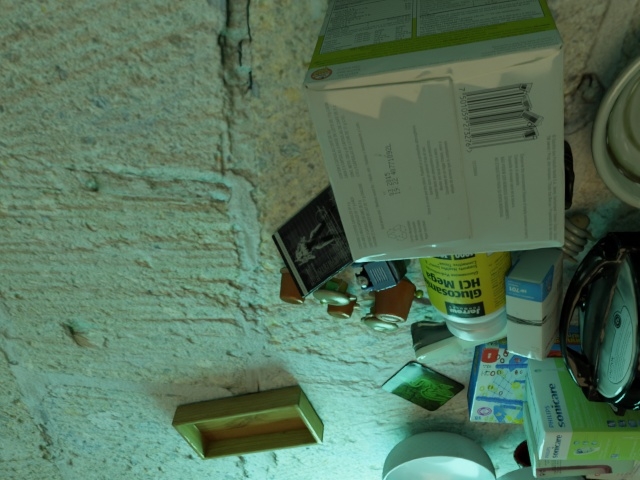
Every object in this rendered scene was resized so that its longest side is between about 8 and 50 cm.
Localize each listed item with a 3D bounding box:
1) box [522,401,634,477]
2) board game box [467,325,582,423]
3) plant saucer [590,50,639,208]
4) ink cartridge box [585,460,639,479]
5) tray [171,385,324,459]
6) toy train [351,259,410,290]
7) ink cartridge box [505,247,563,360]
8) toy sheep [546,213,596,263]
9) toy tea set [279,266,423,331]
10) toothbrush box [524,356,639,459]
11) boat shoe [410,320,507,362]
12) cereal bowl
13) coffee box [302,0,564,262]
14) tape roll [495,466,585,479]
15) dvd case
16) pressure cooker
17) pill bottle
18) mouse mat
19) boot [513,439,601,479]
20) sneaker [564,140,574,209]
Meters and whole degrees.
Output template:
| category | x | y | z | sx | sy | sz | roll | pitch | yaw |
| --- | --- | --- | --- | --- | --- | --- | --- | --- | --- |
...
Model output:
| category | x | y | z | sx | sy | sz | roll | pitch | yaw |
| --- | --- | --- | --- | --- | --- | --- | --- | --- | --- |
| box | 0.629 | 0.481 | 1.504 | 0.232 | 0.149 | 0.127 | -8 | 130 | 12 |
| board game box | 0.549 | 0.351 | 1.581 | 0.301 | 0.086 | 0.308 | 1 | 130 | 6 |
| plant saucer | 0.679 | -0.228 | 1.077 | 0.400 | 0.101 | 0.401 | 3 | 130 | 4 |
| ink cartridge box | 0.832 | 0.531 | 1.643 | 0.232 | 0.168 | 0.171 | 5 | 131 | 2 |
| tray | -0.216 | 0.555 | 1.848 | 0.410 | 0.076 | 0.203 | -13 | 127 | 18 |
| toy train | 0.141 | 0.046 | 1.315 | 0.105 | 0.184 | 0.080 | -18 | 102 | 34 |
| ink cartridge box | 0.448 | 0.129 | 1.275 | 0.082 | 0.139 | 0.191 | 11 | 124 | 34 |
| toy sheep | 0.519 | 0.000 | 1.294 | 0.091 | 0.091 | 0.132 | 27 | 111 | -15 |
| toy tea set | 0.070 | 0.110 | 1.445 | 0.335 | 0.124 | 0.200 | 18 | 159 | -13 |
| toothbrush box | 0.634 | 0.382 | 1.406 | 0.283 | 0.206 | 0.122 | -2 | 130 | 7 |
| boat shoe | 0.365 | 0.191 | 1.452 | 0.319 | 0.099 | 0.116 | -22 | 148 | 8 |
| cereal bowl | 0.353 | 0.680 | 1.840 | 0.338 | 0.141 | 0.339 | 4 | 130 | 4 |
| coffee box | 0.194 | -0.205 | 0.999 | 0.337 | 0.334 | 0.338 | -6 | 130 | 14 |
| tape roll | 0.622 | 0.754 | 1.724 | 0.286 | 0.100 | 0.286 | 2 | 128 | 2 |
| dvd case | 0.000 | 0.000 | 1.326 | 0.221 | 0.165 | 0.018 | -39 | 159 | 31 |
| pressure cooker | 0.701 | 0.167 | 1.233 | 0.419 | 0.370 | 0.375 | 3 | 161 | 5 |
| pill bottle | 0.308 | 0.052 | 1.293 | 0.187 | 0.188 | 0.334 | -10 | 128 | 15 |
| mouse mat | 0.286 | 0.411 | 1.713 | 0.189 | 0.007 | 0.153 | 27 | 127 | -16 |
| boot | 0.770 | 0.684 | 1.806 | 0.377 | 0.138 | 0.284 | -14 | 127 | 24 |
| sneaker | 0.420 | -0.080 | 1.212 | 0.087 | 0.130 | 0.228 | 23 | 130 | -10 |
